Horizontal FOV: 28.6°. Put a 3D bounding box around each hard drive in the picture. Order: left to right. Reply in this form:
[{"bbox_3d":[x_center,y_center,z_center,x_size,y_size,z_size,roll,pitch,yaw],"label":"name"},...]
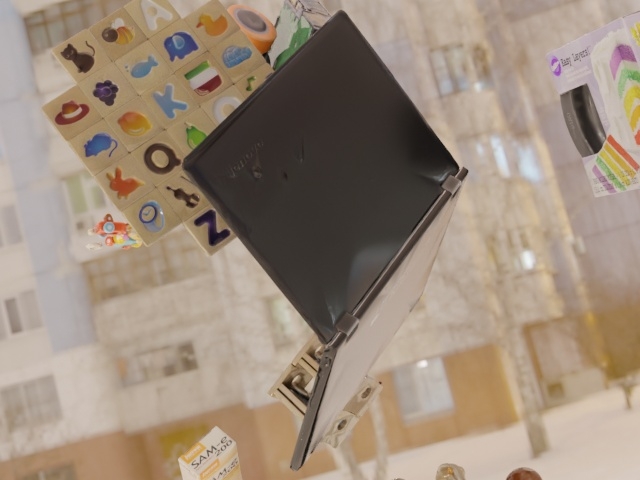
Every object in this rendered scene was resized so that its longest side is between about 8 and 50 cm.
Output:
[{"bbox_3d":[-0.058,-0.201,1.969,0.064,0.339,0.237,12,20,-18],"label":"hard drive"}]

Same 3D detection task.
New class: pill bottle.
[{"bbox_3d":[-0.163,-0.255,1.993,0.130,0.130,0.246,-7,-38,-46],"label":"pill bottle"}]

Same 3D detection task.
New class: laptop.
[{"bbox_3d":[0.000,0.000,1.599,0.382,0.236,0.408,-50,-18,-42],"label":"laptop"}]

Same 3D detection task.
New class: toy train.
[{"bbox_3d":[-0.372,-0.020,2.292,0.125,0.046,0.166,0,-11,-20],"label":"toy train"}]

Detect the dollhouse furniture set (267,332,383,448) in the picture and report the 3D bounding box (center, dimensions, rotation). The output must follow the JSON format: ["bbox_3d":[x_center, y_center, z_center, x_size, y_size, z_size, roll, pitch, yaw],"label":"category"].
[{"bbox_3d":[0.038,0.253,2.023,0.129,0.129,0.183,-52,-36,3],"label":"dollhouse furniture set"}]

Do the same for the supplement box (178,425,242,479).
[{"bbox_3d":[-0.128,0.273,1.477,0.062,0.036,0.098,-40,-32,-27],"label":"supplement box"}]

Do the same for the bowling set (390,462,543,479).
[{"bbox_3d":[0.194,0.374,1.693,0.200,0.154,0.287,-46,-31,-34],"label":"bowling set"}]

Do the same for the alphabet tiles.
[{"bbox_3d":[-0.182,-0.160,1.646,0.285,0.343,0.011,-37,-4,-17],"label":"alphabet tiles"}]

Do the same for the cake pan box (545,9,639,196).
[{"bbox_3d":[0.448,-0.198,1.858,0.070,0.246,0.267,-18,2,-15],"label":"cake pan box"}]
